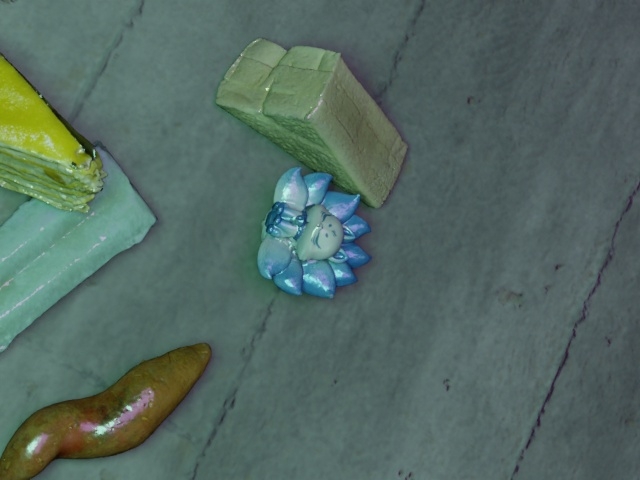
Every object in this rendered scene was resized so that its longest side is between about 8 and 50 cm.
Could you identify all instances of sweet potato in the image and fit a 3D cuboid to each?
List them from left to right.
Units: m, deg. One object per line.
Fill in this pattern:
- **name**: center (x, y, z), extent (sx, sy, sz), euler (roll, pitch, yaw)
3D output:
- **sweet potato**: center (-0.166, 0.140, 1.353), extent (0.202, 0.055, 0.058), euler (-27, 57, -25)

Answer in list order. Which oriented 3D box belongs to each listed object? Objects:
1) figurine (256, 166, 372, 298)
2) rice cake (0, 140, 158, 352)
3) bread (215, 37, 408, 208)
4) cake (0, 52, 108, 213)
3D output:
- **figurine**: center (0.000, 0.000, 1.446), extent (0.114, 0.079, 0.114), euler (9, 70, -25)
- **rice cake**: center (-0.229, 0.017, 1.351), extent (0.226, 0.040, 0.085), euler (-42, 100, -26)
- **bread**: center (-0.004, -0.101, 1.495), extent (0.077, 0.105, 0.152), euler (-61, 140, -22)
- **cake**: center (-0.242, -0.100, 1.343), extent (0.185, 0.079, 0.116), euler (13, 56, 7)
